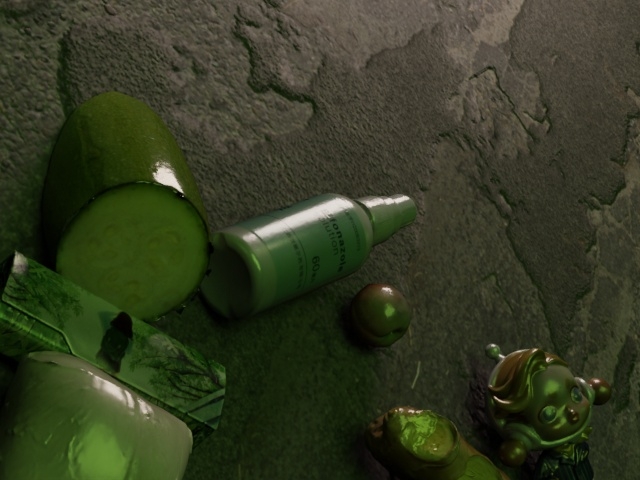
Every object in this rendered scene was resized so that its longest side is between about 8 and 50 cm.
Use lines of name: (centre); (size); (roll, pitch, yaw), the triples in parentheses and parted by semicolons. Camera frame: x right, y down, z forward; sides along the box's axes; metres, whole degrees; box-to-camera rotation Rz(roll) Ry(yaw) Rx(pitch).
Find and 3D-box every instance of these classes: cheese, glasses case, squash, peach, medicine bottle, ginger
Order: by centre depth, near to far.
cheese: (-0.224, 0.215, 1.242); (0.198, 0.154, 0.189); (35, 51, -22)
glasses case: (-0.225, 0.116, 1.353); (0.272, 0.062, 0.095); (32, 35, -26)
squash: (-0.231, -0.041, 1.484); (0.189, 0.189, 0.260); (27, 15, -30)
ginger: (0.166, 0.288, 1.600); (0.294, 0.131, 0.086); (38, 52, -39)
medicine bottle: (0.000, 0.000, 1.607); (0.352, 0.110, 0.110); (-21, 82, -47)
peach: (0.075, 0.095, 1.646); (0.083, 0.083, 0.083); (22, 53, -33)

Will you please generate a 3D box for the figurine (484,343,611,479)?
figurine: (0.321, 0.264, 1.747); (0.274, 0.133, 0.194); (47, 66, -20)
